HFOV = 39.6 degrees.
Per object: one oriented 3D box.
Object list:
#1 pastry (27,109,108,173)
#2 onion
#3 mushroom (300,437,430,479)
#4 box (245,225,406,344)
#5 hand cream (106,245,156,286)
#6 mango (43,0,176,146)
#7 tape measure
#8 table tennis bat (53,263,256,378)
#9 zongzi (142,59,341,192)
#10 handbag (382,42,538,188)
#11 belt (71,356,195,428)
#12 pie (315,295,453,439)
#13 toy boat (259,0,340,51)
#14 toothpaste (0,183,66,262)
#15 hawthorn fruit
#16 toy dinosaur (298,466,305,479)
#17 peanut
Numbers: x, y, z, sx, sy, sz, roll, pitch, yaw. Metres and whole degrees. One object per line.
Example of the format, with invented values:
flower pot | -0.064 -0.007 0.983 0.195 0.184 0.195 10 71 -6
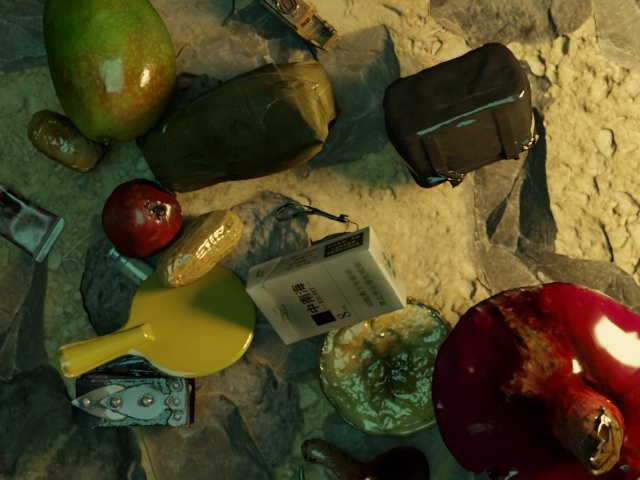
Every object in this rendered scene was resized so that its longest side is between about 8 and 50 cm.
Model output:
pastry | -0.466 -0.181 1.634 0.153 0.153 0.081 40 101 5
onion | 0.381 0.248 1.403 0.399 0.420 0.398 0 84 2
mushroom | 0.064 0.408 1.589 0.218 0.227 0.147 30 116 42
box | 0.010 0.082 1.555 0.243 0.067 0.155 -18 124 20
hand cream | -0.326 0.070 1.667 0.171 0.043 0.065 39 84 3
mango | -0.382 -0.358 1.605 0.225 0.201 0.381 -19 74 20
tape measure | 0.003 -0.002 1.637 0.104 0.107 0.180 -26 46 -21
table tennis bat | -0.292 0.163 1.595 0.369 0.054 0.224 -20 69 -18
zongzi | -0.148 -0.161 1.488 0.356 0.393 0.174 -22 110 10
handbag | 0.241 -0.214 1.544 0.255 0.181 0.181 -22 56 7
belt | -0.338 0.277 1.626 0.218 0.122 0.128 -2 87 -2
pie | 0.128 0.227 1.611 0.274 0.055 0.274 0 90 6
toy boat | -0.049 -0.420 1.626 0.200 0.077 0.057 42 93 5
toothpaste | -0.622 -0.067 1.701 0.266 0.061 0.096 32 92 -1
hawthorn fruit | -0.317 -0.045 1.607 0.148 0.172 0.148 5 78 -25
toy dinosaur | 0.082 0.622 1.588 0.301 0.087 0.446 -2 101 10
peanut | -0.223 0.012 1.614 0.093 0.083 0.194 41 66 18
